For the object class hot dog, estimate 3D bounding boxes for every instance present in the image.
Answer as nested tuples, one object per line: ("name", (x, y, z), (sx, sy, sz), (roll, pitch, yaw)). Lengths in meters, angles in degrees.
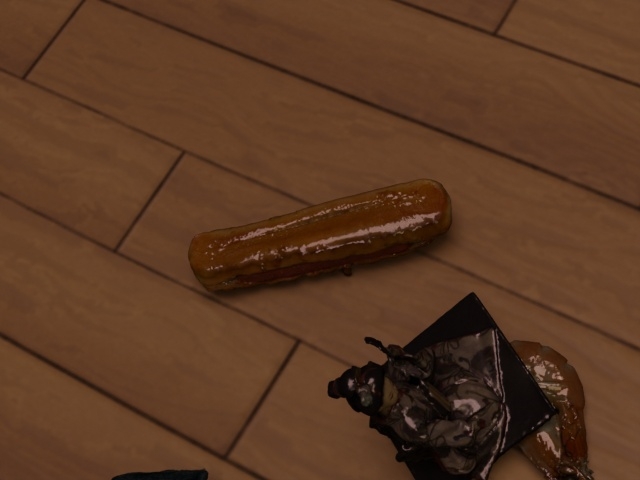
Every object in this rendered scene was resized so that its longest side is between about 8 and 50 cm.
("hot dog", (-0.001, -0.003, 1.368), (0.286, 0.061, 0.088), (-9, 57, 10))

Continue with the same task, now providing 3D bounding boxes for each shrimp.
("shrimp", (0.216, 0.171, 1.232), (0.091, 0.043, 0.184), (-21, 58, -2))

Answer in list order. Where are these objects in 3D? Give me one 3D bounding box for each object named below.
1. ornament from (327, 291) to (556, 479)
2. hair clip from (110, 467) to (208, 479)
("ornament", (0.087, 0.133, 1.175), (0.153, 0.196, 0.166), (-42, 58, 13))
("hair clip", (-0.147, 0.311, 1.165), (0.310, 0.194, 0.206), (-9, 89, 6))
